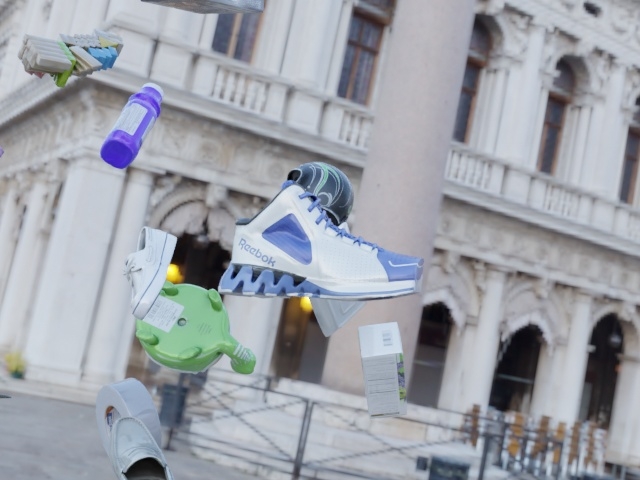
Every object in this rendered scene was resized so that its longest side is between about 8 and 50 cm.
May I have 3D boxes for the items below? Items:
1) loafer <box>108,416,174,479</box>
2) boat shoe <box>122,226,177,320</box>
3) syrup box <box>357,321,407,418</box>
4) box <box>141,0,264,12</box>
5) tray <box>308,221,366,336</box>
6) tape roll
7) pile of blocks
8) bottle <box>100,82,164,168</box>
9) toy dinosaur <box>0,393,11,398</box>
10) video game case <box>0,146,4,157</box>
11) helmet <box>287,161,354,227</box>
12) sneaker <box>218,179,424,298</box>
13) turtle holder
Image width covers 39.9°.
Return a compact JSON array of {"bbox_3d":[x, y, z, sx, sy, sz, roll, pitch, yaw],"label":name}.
[{"bbox_3d":[-0.345,0.456,1.740,0.112,0.111,0.319,-6,37,-28],"label":"loafer"},{"bbox_3d":[-0.358,0.062,1.777,0.084,0.095,0.258,27,27,-15],"label":"boat shoe"},{"bbox_3d":[0.145,0.304,2.036,0.096,0.093,0.236,-8,-47,3],"label":"syrup box"},{"bbox_3d":[-0.264,-0.554,1.991,0.183,0.056,0.231,6,9,28],"label":"box"},{"bbox_3d":[0.039,0.093,1.872,0.030,0.145,0.270,33,-23,35],"label":"tray"},{"bbox_3d":[-0.478,0.456,2.187,0.072,0.219,0.219,-12,9,-38],"label":"tape roll"},{"bbox_3d":[-0.623,-0.448,2.252,0.149,0.112,0.362,40,28,10],"label":"pile of blocks"},{"bbox_3d":[-0.497,-0.317,2.368,0.092,0.282,0.118,32,-45,-15],"label":"bottle"},{"bbox_3d":[-0.797,0.234,1.944,0.314,0.121,0.160,32,-21,-10],"label":"toy dinosaur"},{"bbox_3d":[-0.832,-0.254,1.895,0.210,0.041,0.232,-2,-42,22],"label":"video game case"},{"bbox_3d":[-0.004,-0.106,2.095,0.170,0.161,0.169,9,-38,7],"label":"helmet"},{"bbox_3d":[-0.001,0.000,1.346,0.316,0.182,0.127,1,-5,9],"label":"sneaker"},{"bbox_3d":[-0.343,0.256,2.454,0.321,0.243,0.227,-3,-28,-1],"label":"turtle holder"}]
